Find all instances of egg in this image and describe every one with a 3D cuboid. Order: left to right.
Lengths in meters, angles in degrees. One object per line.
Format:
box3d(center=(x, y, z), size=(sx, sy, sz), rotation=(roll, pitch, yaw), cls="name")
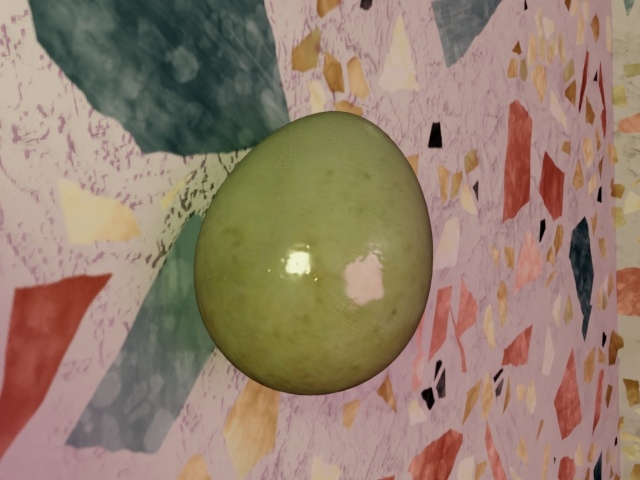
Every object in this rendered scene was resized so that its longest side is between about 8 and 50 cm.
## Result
box3d(center=(0.000, 0.000, 0.689), size=(0.218, 0.218, 0.295), rotation=(50, 46, -44), cls="egg")
